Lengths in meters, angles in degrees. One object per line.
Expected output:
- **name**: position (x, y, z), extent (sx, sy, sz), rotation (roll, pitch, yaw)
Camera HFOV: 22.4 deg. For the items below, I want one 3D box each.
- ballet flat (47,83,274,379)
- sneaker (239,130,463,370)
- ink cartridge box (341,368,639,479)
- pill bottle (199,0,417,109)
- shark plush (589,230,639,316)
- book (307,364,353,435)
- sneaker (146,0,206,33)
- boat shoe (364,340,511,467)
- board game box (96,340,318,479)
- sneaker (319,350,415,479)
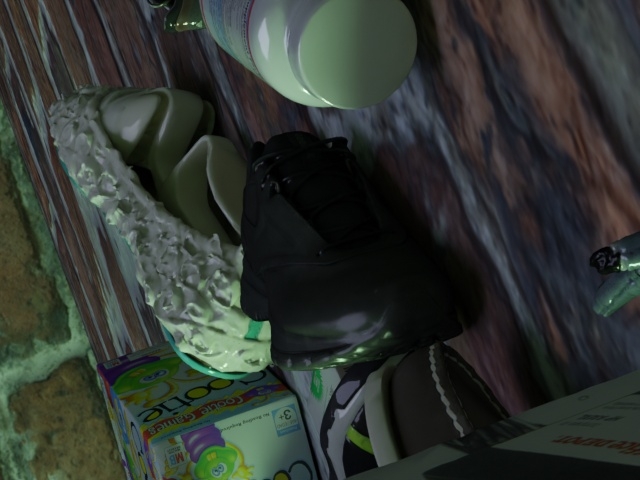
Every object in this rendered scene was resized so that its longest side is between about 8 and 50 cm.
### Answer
- **ballet flat**: position (-0.115, -0.049, 1.386), extent (0.409, 0.147, 0.147), rotation (-127, 23, -44)
- **sneaker**: position (0.000, 0.000, 1.005), extent (0.286, 0.109, 0.130), rotation (-154, 53, -68)
- **ink cartridge box**: position (0.103, 0.149, 0.364), extent (0.129, 0.307, 0.223), rotation (-156, 49, -72)
- **pill bottle**: position (-0.007, -0.124, 0.897), extent (0.160, 0.087, 0.087), rotation (-137, 32, -62)
- **shark plush**: position (0.125, -0.008, 0.578), extent (0.161, 0.067, 0.073), rotation (158, 93, -76)
- **book**: position (0.031, 0.152, 1.221), extent (0.096, 0.035, 0.144), rotation (96, 154, -50)
- **sneaker**: position (-0.124, -0.225, 1.259), extent (0.061, 0.065, 0.158), rotation (93, 154, -56)
- **boat shoe**: position (0.119, 0.159, 0.755), extent (0.116, 0.097, 0.324), rotation (30, -157, -41)
- **board game box**: position (-0.111, 0.197, 1.578), extent (0.275, 0.144, 0.142), rotation (-149, 43, -68)
- **sneaker**: position (0.061, 0.158, 1.072), extent (0.097, 0.084, 0.235), rotation (25, 138, 24)
